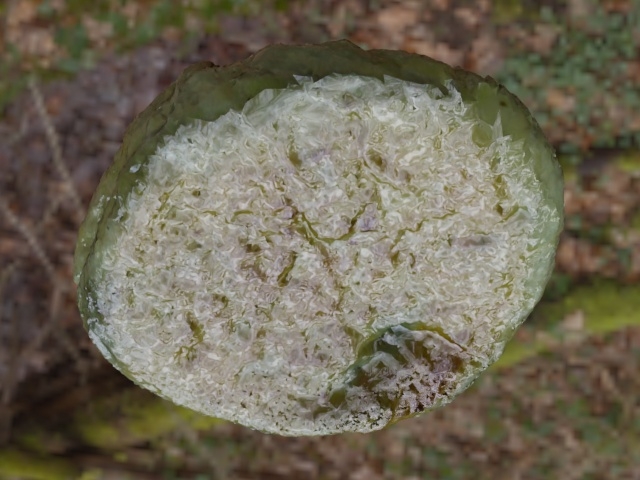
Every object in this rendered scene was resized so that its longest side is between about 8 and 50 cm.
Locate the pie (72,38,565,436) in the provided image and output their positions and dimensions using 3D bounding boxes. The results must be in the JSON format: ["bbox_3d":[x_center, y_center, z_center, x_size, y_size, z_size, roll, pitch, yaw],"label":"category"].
[{"bbox_3d":[0.000,0.000,1.032,0.277,0.078,0.277,-5,130,-6],"label":"pie"}]
